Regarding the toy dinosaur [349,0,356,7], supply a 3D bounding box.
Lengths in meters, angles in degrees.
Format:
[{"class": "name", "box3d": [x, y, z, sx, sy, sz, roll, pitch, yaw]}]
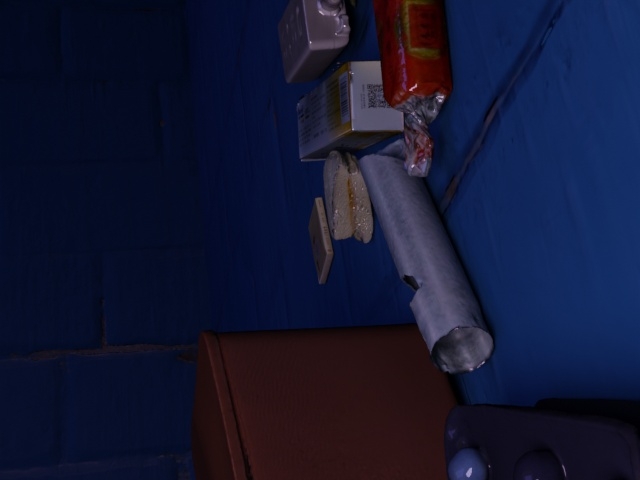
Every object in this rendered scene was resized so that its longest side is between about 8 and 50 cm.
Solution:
[{"class": "toy dinosaur", "box3d": [0.030, -0.460, 1.109, 0.447, 0.087, 0.301, 114, 146, -75]}]

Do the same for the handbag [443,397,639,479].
[{"class": "handbag", "box3d": [0.164, 0.234, 0.608, 0.325, 0.118, 0.269, 142, 125, -77]}]

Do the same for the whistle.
[{"class": "whistle", "box3d": [0.096, 0.000, 0.987, 0.312, 0.062, 0.062, -106, 19, -49]}]

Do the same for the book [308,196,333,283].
[{"class": "book", "box3d": [-0.001, 0.000, 1.526, 0.077, 0.014, 0.111, 104, 160, -51]}]

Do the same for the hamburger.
[{"class": "hamburger", "box3d": [0.031, -0.063, 1.262, 0.084, 0.054, 0.121, -106, 7, -59]}]

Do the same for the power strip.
[{"class": "power strip", "box3d": [-0.013, -0.290, 1.384, 0.338, 0.058, 0.098, 176, 87, -81]}]

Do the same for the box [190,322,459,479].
[{"class": "box", "box3d": [0.018, 0.263, 0.947, 0.239, 0.229, 0.339, 103, 157, -46]}]

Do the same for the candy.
[{"class": "candy", "box3d": [0.090, -0.207, 0.991, 0.086, 0.059, 0.292, 143, 124, -73]}]

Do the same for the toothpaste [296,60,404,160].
[{"class": "toothpaste", "box3d": [0.027, -0.156, 1.256, 0.313, 0.071, 0.089, 175, 91, -77]}]
